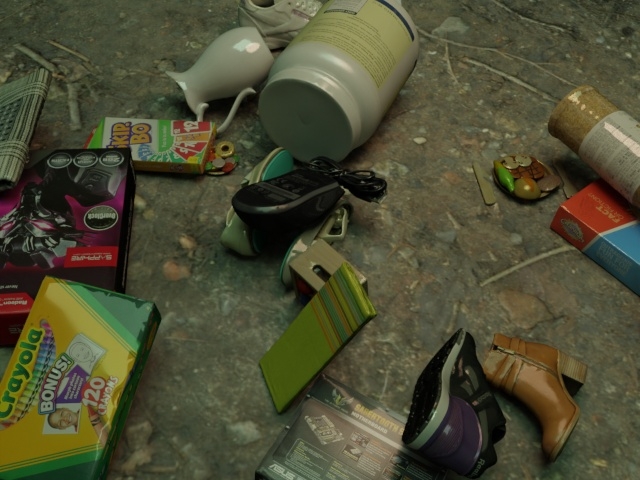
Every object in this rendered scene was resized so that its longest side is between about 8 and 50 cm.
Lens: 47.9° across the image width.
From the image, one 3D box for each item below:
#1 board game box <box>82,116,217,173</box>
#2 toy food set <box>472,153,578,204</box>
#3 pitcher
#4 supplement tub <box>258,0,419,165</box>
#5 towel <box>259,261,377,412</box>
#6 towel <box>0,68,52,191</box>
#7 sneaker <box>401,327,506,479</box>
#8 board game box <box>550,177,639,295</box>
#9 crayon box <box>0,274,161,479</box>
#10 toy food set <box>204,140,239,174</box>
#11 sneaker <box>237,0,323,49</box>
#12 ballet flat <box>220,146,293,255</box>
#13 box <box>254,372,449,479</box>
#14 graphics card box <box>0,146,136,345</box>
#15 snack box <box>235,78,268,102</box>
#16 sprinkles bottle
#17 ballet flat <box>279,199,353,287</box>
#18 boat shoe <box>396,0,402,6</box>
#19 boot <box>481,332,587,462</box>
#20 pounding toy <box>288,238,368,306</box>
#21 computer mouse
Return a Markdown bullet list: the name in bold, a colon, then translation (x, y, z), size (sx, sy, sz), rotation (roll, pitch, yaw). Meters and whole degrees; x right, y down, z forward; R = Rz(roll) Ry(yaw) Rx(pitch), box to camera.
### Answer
- **board game box**: translation (-0.344, -0.189, 1.415), size (0.259, 0.039, 0.124), rotation (2, 49, 9)
- **toy food set**: translation (0.404, -0.130, 1.414), size (0.191, 0.039, 0.133), rotation (-5, 50, -7)
- **pitcher**: translation (-0.187, -0.324, 1.470), size (0.207, 0.125, 0.178), rotation (-30, 82, 5)
- **supplement tub**: translation (0.039, -0.326, 1.430), size (0.235, 0.236, 0.325), rotation (21, 52, 14)
- **towel**: translation (-0.009, 0.145, 1.056), size (0.021, 0.237, 0.102), rotation (14, 37, -38)
- **towel**: translation (-0.661, -0.177, 1.314), size (0.324, 0.056, 0.312), rotation (-15, 49, 15)
- **sneaker**: translation (0.204, 0.237, 1.036), size (0.124, 0.107, 0.283), rotation (35, 28, 2)
- **board game box**: translation (0.627, -0.044, 1.338), size (0.316, 0.064, 0.242), rotation (-31, 58, -26)
- **crayon box**: translation (-0.348, 0.205, 1.005), size (0.165, 0.081, 0.279), rotation (14, 69, 2)
- **toy food set**: translation (-0.202, -0.160, 1.418), size (0.083, 0.020, 0.083), rotation (-13, 52, -14)
- **sneaker**: translation (-0.040, -0.504, 1.630), size (0.304, 0.152, 0.114), rotation (1, 48, -4)
- **ballet flat**: translation (-0.121, -0.077, 1.321), size (0.086, 0.086, 0.249), rotation (13, 52, 7)
- **box**: translation (0.052, 0.316, 1.010), size (0.230, 0.056, 0.183), rotation (25, 52, 17)
- **graphics card box**: translation (-0.444, -0.002, 1.226), size (0.232, 0.094, 0.371), rotation (-2, 49, -4)
- **snack box**: translation (-0.190, -0.367, 1.580), size (0.141, 0.037, 0.100), rotation (27, 56, 17)
- **sprinkles bottle**: translation (0.569, -0.135, 1.289), size (0.121, 0.121, 0.355), rotation (-23, 55, -21)
- **ballet flat**: translation (0.000, 0.000, 1.257), size (0.068, 0.072, 0.213), rotation (10, 47, 24)
- **boat shoe**: translation (0.125, -0.580, 1.742), size (0.119, 0.121, 0.335), rotation (-10, 40, -1)
- **boot**: translation (0.311, 0.231, 1.089), size (0.152, 0.073, 0.197), rotation (21, 40, 12)
- **pounding toy**: translation (0.014, 0.090, 1.146), size (0.100, 0.130, 0.141), rotation (-39, 61, -18)
- **computer mouse**: translation (-0.032, -0.067, 1.247), size (0.272, 0.072, 0.188), rotation (-22, 35, -37)
